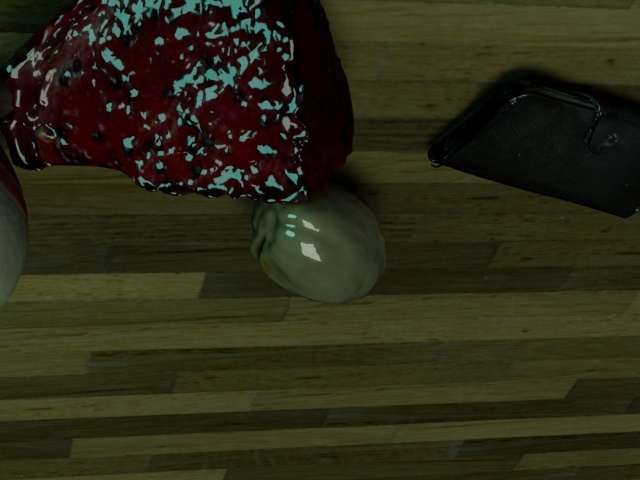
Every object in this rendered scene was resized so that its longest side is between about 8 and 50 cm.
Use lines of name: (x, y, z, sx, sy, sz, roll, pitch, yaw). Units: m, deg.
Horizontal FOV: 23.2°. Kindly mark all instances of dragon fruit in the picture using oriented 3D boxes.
dragon fruit: (-0.142, -0.192, 1.523, 0.329, 0.228, 0.286, -1, 118, 21)

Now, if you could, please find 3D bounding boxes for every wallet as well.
wallet: (0.298, -0.104, 1.821, 0.318, 0.045, 0.172, 13, 142, -35)

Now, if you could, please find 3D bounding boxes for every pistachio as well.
pistachio: (0.000, 0.000, 1.815, 0.144, 0.144, 0.215, -23, 151, 17)

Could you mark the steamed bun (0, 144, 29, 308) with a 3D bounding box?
steamed bun: (-0.388, -0.050, 1.513, 0.177, 0.283, 0.283, -39, 148, -9)
